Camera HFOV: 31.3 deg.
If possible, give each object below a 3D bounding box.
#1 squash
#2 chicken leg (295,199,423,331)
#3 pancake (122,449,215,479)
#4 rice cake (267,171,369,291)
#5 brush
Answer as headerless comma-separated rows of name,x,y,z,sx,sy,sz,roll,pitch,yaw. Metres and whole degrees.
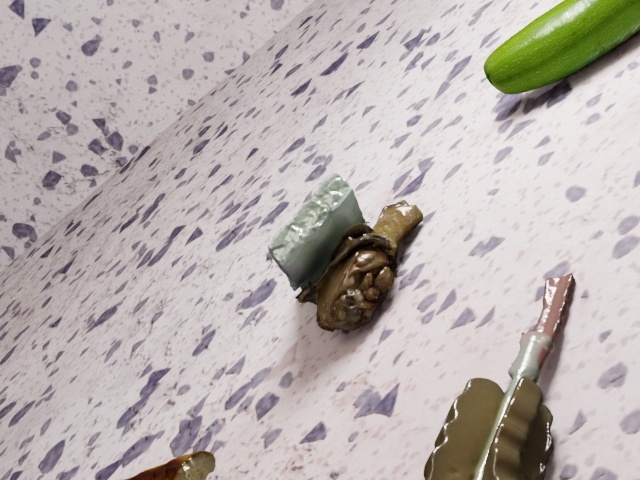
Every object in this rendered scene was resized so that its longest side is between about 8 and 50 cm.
squash,0.313,-0.252,1.311,0.292,0.082,0.082,-34,21,29
chicken leg,0.051,0.019,1.277,0.196,0.080,0.125,-52,5,-22
pancake,-0.224,0.317,1.228,0.257,0.056,0.212,-49,20,-16
rice cake,0.000,0.000,1.313,0.127,0.043,0.237,-48,-12,-1
brush,0.159,0.116,0.907,0.084,0.071,0.301,-10,26,31
